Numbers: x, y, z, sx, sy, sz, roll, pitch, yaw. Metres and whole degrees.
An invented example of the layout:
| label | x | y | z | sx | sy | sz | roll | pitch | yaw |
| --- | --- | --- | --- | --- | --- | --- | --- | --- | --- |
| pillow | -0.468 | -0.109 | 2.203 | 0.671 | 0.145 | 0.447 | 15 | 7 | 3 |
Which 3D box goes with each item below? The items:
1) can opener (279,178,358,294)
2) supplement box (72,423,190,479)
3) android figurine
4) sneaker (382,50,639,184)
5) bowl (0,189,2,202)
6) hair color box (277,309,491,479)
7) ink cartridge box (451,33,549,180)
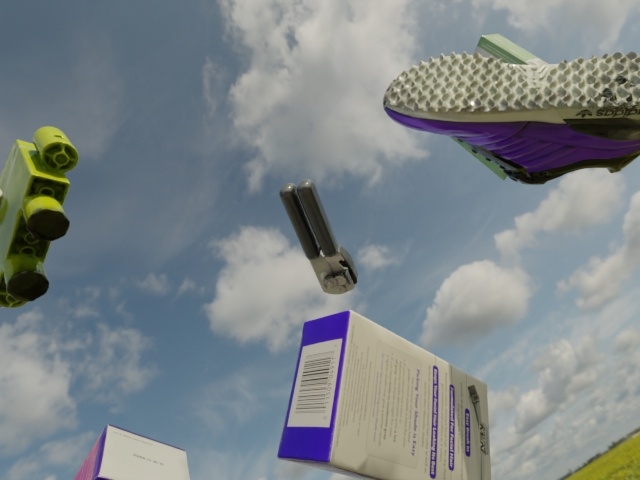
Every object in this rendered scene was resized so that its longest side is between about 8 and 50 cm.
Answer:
| label | x | y | z | sx | sy | sz | roll | pitch | yaw |
| --- | --- | --- | --- | --- | --- | --- | --- | --- | --- |
| can opener | 0.000 | 0.000 | 0.811 | 0.074 | 0.093 | 0.280 | -11 | -54 | 21 |
| supplement box | -0.255 | 0.351 | 0.452 | 0.111 | 0.114 | 0.219 | 33 | -98 | -22 |
| android figurine | -0.409 | -0.038 | 0.559 | 0.056 | 0.273 | 0.248 | 14 | -76 | -45 |
| sneaker | 0.218 | -0.125 | 0.466 | 0.146 | 0.294 | 0.102 | 69 | -143 | -53 |
| bowl | -0.478 | -0.045 | 0.465 | 0.053 | 0.142 | 0.142 | -66 | -10 | 29 |
| hair color box | 0.114 | 0.255 | 0.587 | 0.339 | 0.185 | 0.110 | 32 | -37 | -28 |
| ink cartridge box | 0.338 | -0.247 | 0.783 | 0.056 | 0.171 | 0.235 | -22 | -32 | -27 |
